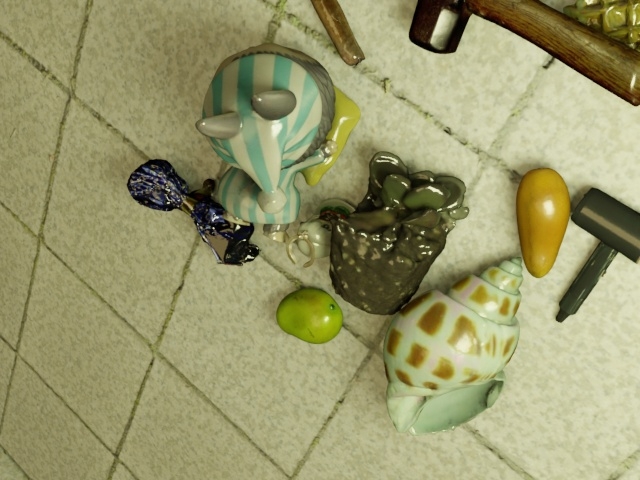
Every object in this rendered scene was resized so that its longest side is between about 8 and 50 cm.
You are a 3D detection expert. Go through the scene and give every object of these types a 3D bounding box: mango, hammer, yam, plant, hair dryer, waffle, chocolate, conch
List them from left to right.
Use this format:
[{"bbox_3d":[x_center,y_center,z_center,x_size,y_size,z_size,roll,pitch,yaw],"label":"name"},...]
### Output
[{"bbox_3d":[-0.272,-0.068,1.685,0.343,0.126,0.148,33,83,18],"label":"chocolate"},{"bbox_3d":[-0.027,0.158,1.606,0.163,0.089,0.117,12,114,33],"label":"mango"},{"bbox_3d":[0.007,-0.436,1.372,0.046,0.046,0.264,-28,89,40],"label":"yam"},{"bbox_3d":[0.127,-0.012,1.360,0.199,0.188,0.276,33,124,20],"label":"plant"},{"bbox_3d":[0.245,0.193,1.358,0.249,0.197,0.368,32,129,-24],"label":"conch"},{"bbox_3d":[0.312,-0.330,1.115,0.409,0.095,0.242,43,128,30],"label":"hammer"},{"bbox_3d":[0.365,-0.031,1.238,0.085,0.102,0.184,-5,110,4],"label":"mango"},{"bbox_3d":[0.436,0.040,1.241,0.128,0.070,0.255,38,131,19],"label":"hair dryer"},{"bbox_3d":[0.467,-0.334,1.068,0.223,0.054,0.204,46,129,13],"label":"waffle"}]

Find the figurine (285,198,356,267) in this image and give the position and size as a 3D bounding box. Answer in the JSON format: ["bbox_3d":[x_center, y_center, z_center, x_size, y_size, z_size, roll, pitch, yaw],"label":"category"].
[{"bbox_3d":[0.000,0.000,1.481,0.132,0.153,0.132,15,117,32],"label":"figurine"}]

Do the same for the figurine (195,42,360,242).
[{"bbox_3d":[-0.141,-0.177,1.335,0.266,0.377,0.361,22,102,24],"label":"figurine"}]
